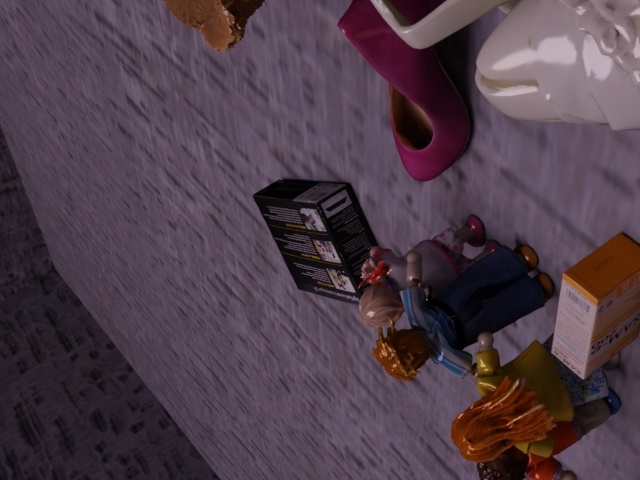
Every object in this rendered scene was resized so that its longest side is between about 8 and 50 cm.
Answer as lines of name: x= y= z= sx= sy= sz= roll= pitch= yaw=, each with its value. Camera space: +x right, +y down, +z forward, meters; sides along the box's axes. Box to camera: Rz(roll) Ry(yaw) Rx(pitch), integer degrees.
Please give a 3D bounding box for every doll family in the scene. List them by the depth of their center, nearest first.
doll family: x=0.133 y=0.086 z=0.913 sx=0.263 sy=0.163 sz=0.118 roll=53 pitch=159 yaw=15

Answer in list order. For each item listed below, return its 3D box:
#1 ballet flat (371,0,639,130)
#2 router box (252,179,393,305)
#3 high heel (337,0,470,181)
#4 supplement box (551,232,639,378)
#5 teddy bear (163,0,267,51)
ballet flat: x=0.116 y=-0.148 z=0.661 sx=0.409 sy=0.147 sz=0.147 roll=47 pitch=156 yaw=35
router box: x=0.000 y=0.000 z=1.262 sx=0.179 sy=0.046 sz=0.133 roll=11 pitch=130 yaw=63
high heel: x=0.058 y=-0.111 z=0.876 sx=0.082 sy=0.117 sz=0.244 roll=50 pitch=157 yaw=23
supplement box: x=0.210 y=0.050 z=0.833 sx=0.036 sy=0.062 sz=0.098 roll=42 pitch=155 yaw=34
teddy bear: x=-0.060 y=-0.321 z=0.908 sx=0.245 sy=0.113 sz=0.338 roll=32 pitch=139 yaw=38
